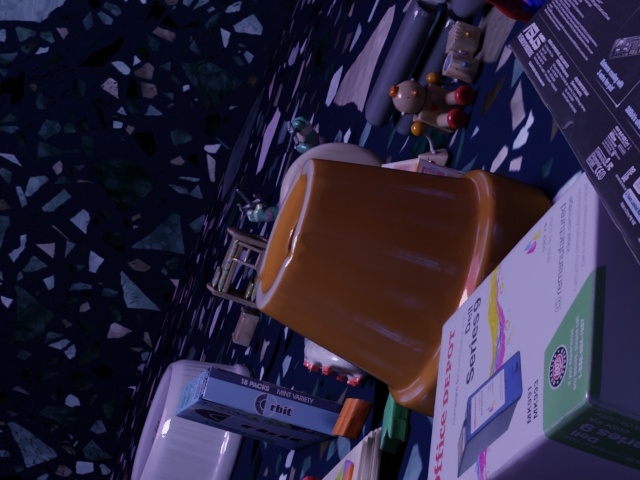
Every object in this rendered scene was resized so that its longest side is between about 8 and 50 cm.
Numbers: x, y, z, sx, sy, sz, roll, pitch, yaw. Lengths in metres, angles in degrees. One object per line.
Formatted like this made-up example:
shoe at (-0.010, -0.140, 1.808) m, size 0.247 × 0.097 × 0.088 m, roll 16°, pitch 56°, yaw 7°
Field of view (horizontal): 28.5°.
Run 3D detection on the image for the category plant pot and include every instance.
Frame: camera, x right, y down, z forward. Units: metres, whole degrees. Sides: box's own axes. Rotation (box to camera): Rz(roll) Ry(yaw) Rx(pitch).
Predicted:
plant pot at (0.057, 0.025, 1.010) m, size 0.205 × 0.188 × 0.205 m, roll -162°, pitch 90°, yaw -79°

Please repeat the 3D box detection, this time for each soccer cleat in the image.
soccer cleat at (0.019, 0.112, 1.384) m, size 0.196 × 0.068 × 0.076 m, roll 173°, pitch 119°, yaw -81°

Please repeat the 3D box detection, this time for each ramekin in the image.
ramekin at (-0.210, 0.313, 2.005) m, size 0.273 × 0.127 × 0.272 m, roll -161°, pitch 90°, yaw -79°

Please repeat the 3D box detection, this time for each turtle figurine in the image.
turtle figurine at (-0.034, -0.086, 1.836) m, size 0.175 × 0.118 × 0.234 m, roll -53°, pitch 0°, yaw 14°

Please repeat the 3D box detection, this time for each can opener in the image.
can opener at (0.126, -0.234, 1.400) m, size 0.093 × 0.074 × 0.280 m, roll -87°, pitch 19°, yaw -52°

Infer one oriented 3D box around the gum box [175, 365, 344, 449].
gum box at (-0.074, 0.196, 1.453) m, size 0.184 × 0.157 × 0.041 m, roll 139°, pitch 147°, yaw -68°

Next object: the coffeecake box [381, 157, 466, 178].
coffeecake box at (0.078, 0.019, 1.230) m, size 0.142 × 0.068 × 0.185 m, roll -174°, pitch 102°, yaw -79°

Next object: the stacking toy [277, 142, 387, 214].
stacking toy at (0.000, 0.000, 1.550) m, size 0.330 × 0.141 × 0.141 m, roll 119°, pitch 167°, yaw -70°

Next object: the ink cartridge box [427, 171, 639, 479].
ink cartridge box at (0.145, 0.080, 0.738) m, size 0.212 × 0.093 × 0.154 m, roll 122°, pitch 163°, yaw -55°

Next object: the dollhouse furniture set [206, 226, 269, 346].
dollhouse furniture set at (-0.131, 0.089, 2.055) m, size 0.161 × 0.101 × 0.181 m, roll -119°, pitch 49°, yaw -75°

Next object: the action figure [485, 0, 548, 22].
action figure at (0.175, -0.231, 1.014) m, size 0.280 × 0.139 × 0.091 m, roll -155°, pitch 85°, yaw -81°

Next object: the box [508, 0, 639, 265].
box at (0.217, -0.116, 0.579) m, size 0.242 × 0.076 × 0.307 m, roll -48°, pitch 18°, yaw 17°

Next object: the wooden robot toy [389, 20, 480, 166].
wooden robot toy at (0.114, -0.154, 1.314) m, size 0.076 × 0.079 × 0.173 m, roll 166°, pitch 122°, yaw -77°

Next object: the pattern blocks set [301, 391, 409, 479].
pattern blocks set at (0.012, 0.280, 1.237) m, size 0.285 × 0.026 × 0.324 m, roll -84°, pitch 17°, yaw -49°
